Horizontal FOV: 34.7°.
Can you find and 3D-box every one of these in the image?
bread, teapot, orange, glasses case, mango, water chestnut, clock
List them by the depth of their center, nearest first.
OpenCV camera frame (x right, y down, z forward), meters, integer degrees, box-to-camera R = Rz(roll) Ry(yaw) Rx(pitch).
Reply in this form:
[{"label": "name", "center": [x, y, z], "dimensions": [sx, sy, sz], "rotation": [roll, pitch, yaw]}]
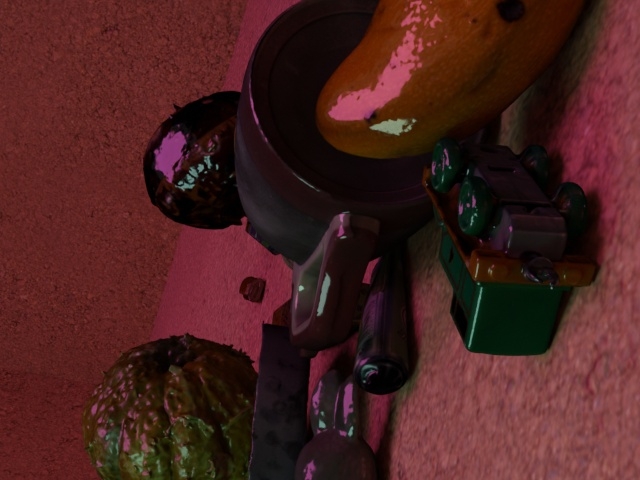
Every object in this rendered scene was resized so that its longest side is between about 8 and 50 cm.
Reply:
[{"label": "mango", "center": [0.120, -0.183, 0.860], "dimensions": [0.295, 0.120, 0.177], "rotation": [-55, 48, 13]}, {"label": "teapot", "center": [0.017, -0.042, 1.060], "dimensions": [0.312, 0.233, 0.315], "rotation": [116, 161, -66]}, {"label": "clock", "center": [-0.052, 0.254, 1.234], "dimensions": [0.312, 0.061, 0.313], "rotation": [-176, 90, -88]}, {"label": "glasses case", "center": [0.000, 0.097, 1.294], "dimensions": [0.218, 0.075, 0.049], "rotation": [138, 140, -67]}, {"label": "orange", "center": [-0.210, 0.260, 1.501], "dimensions": [0.301, 0.300, 0.223], "rotation": [-54, -35, -69]}, {"label": "water chestnut", "center": [-0.164, -0.126, 1.869], "dimensions": [0.300, 0.299, 0.300], "rotation": [-167, 90, -77]}, {"label": "bread", "center": [-0.129, 0.091, 1.916], "dimensions": [0.083, 0.036, 0.047], "rotation": [-179, 105, -74]}]

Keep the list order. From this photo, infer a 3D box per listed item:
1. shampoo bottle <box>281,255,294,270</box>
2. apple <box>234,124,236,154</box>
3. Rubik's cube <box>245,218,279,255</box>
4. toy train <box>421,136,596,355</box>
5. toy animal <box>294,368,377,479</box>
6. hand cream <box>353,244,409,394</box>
[{"label": "shampoo bottle", "center": [0.000, 0.000, 1.373], "dimensions": [0.162, 0.079, 0.079], "rotation": [150, 132, -72]}, {"label": "apple", "center": [-0.062, -0.156, 1.631], "dimensions": [0.147, 0.146, 0.163], "rotation": [-36, 57, 59]}, {"label": "Rubik's cube", "center": [-0.070, -0.031, 1.661], "dimensions": [0.093, 0.111, 0.111], "rotation": [70, 154, 20]}, {"label": "toy train", "center": [0.136, 0.001, 0.798], "dimensions": [0.228, 0.091, 0.136], "rotation": [-108, 23, -65]}, {"label": "toy animal", "center": [0.015, 0.263, 1.042], "dimensions": [0.125, 0.127, 0.251], "rotation": [78, -152, -67]}, {"label": "hand cream", "center": [0.070, 0.077, 1.105], "dimensions": [0.235, 0.055, 0.086], "rotation": [-82, 16, -54]}]
